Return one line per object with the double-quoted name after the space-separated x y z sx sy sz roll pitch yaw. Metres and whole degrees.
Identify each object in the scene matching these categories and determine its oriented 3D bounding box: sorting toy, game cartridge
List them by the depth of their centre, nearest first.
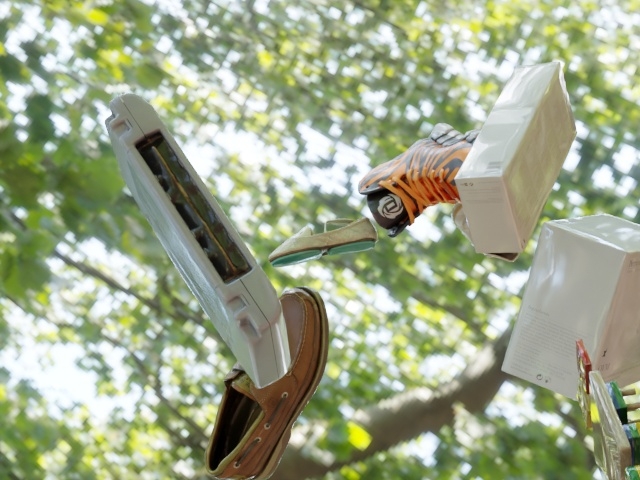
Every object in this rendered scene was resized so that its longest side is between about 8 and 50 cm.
-0.124 0.005 1.453 0.062 0.297 0.198 -32 -21 -8 "game cartridge"
0.333 0.224 1.534 0.046 0.274 0.132 -10 -58 0 "sorting toy"

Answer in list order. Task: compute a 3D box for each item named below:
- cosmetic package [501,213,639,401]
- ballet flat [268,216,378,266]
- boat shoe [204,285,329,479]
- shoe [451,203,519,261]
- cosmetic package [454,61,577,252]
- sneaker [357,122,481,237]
0.391 0.090 1.987 0.224 0.138 0.224 -8 -66 -56 "cosmetic package"
0.000 0.000 2.039 0.168 0.052 0.057 -10 -20 -15 "ballet flat"
-0.079 0.212 2.032 0.104 0.111 0.307 9 -80 -49 "boat shoe"
0.270 -0.019 2.238 0.076 0.058 0.219 -41 -29 6 "shoe"
0.216 -0.093 1.527 0.239 0.060 0.098 -57 -46 -47 "cosmetic package"
0.163 -0.068 1.983 0.180 0.321 0.124 -34 -78 -6 "sneaker"
